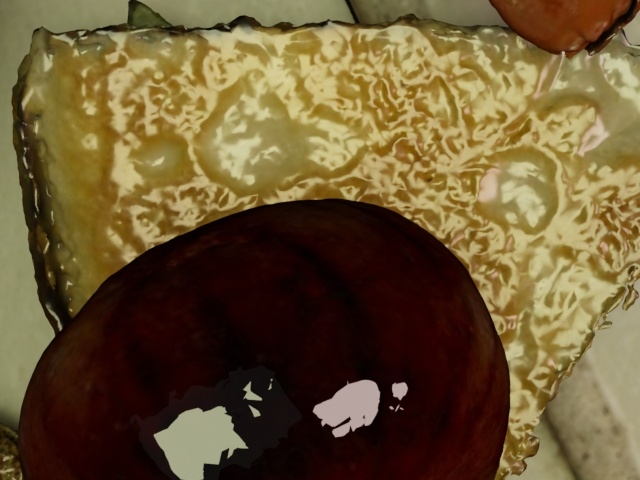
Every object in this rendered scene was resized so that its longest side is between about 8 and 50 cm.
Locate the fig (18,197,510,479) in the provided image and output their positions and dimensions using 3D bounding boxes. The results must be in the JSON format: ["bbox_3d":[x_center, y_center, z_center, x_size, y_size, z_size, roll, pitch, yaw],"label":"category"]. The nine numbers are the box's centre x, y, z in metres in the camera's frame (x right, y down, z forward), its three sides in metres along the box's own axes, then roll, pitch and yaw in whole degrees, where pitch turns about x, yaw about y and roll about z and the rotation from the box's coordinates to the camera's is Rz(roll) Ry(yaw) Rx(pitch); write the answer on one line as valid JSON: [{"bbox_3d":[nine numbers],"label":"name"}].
[{"bbox_3d":[-0.029,0.082,0.524,0.235,0.235,0.214,-18,56,7],"label":"fig"}]

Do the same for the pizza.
[{"bbox_3d":[-0.028,0.017,0.660,0.392,0.080,0.434,28,96,2],"label":"pizza"}]

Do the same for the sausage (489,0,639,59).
[{"bbox_3d":[0.055,-0.232,0.516,0.102,0.102,0.330,-39,108,7],"label":"sausage"}]

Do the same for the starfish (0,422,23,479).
[{"bbox_3d":[-0.170,0.188,0.681,0.146,0.074,0.189,3,110,16],"label":"starfish"}]
